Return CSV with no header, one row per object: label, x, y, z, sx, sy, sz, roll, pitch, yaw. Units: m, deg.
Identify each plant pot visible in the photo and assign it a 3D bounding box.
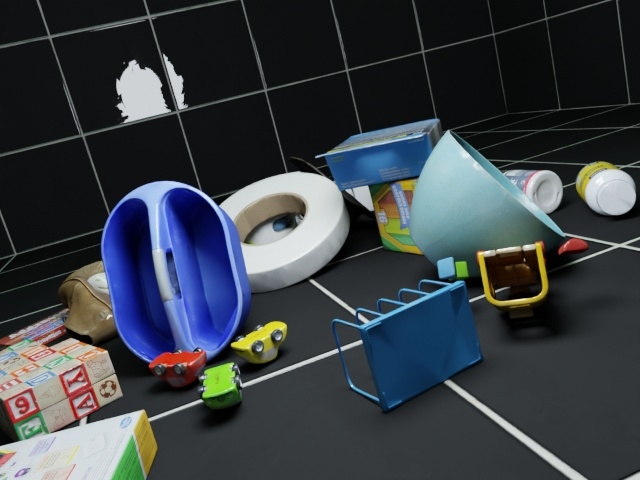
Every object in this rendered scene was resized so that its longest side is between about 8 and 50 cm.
plant pot,0.283,-0.041,1.152,0.195,0.290,0.290,-48,3,19

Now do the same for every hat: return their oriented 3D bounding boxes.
hat,0.013,-0.103,1.773,0.134,0.331,0.331,-54,15,3

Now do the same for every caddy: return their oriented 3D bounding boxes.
caddy,-0.264,0.063,1.118,0.241,0.341,0.179,-14,-4,6

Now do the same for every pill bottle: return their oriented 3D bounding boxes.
pill bottle,0.506,-0.124,1.523,0.108,0.107,0.180,-19,14,-20
pill bottle,0.639,-0.114,1.350,0.103,0.103,0.184,-11,13,15

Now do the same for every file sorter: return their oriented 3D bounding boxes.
file sorter,0.118,0.135,0.843,0.170,0.118,0.104,-20,12,-24

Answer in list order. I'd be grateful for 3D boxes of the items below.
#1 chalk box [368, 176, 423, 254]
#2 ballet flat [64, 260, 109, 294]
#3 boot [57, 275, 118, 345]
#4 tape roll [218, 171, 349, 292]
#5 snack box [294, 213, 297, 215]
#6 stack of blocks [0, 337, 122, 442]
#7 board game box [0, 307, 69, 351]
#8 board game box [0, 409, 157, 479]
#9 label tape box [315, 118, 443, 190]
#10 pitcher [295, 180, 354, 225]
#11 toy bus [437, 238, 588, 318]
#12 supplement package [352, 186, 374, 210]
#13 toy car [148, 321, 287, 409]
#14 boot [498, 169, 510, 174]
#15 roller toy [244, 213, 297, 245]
chalk box,0.279,-0.075,1.405,0.179,0.180,0.289,-22,14,-28
ballet flat,-0.557,0.111,1.721,0.343,0.116,0.124,-14,32,-14
boot,-0.571,0.167,1.429,0.305,0.112,0.115,14,41,45
tape roll,-0.117,-0.032,1.534,0.392,0.072,0.392,-14,39,11
snack box,-0.161,-0.085,1.879,0.178,0.064,0.022,12,37,-35
stack of blocks,-0.503,0.251,1.076,0.171,0.087,0.297,-25,17,-40
board game box,-0.668,0.212,1.543,0.145,0.027,0.281,-5,16,37
board game box,-0.376,0.320,0.706,0.317,0.064,0.242,-14,13,1
label tape box,0.154,-0.195,1.413,0.241,0.105,0.333,-9,14,20
pitcher,0.017,-0.101,1.955,0.207,0.125,0.178,-30,34,-17
toy bus,0.306,0.068,0.944,0.202,0.104,0.191,1,-15,-24
supplement package,0.247,-0.219,2.036,0.293,0.177,0.175,-13,13,3
toy car,-0.156,0.212,0.953,0.239,0.053,0.225,-16,14,-5
boot,0.442,-0.135,1.725,0.190,0.076,0.208,13,-30,-40
roller toy,-0.163,-0.032,1.758,0.191,0.146,0.209,-15,13,-3
